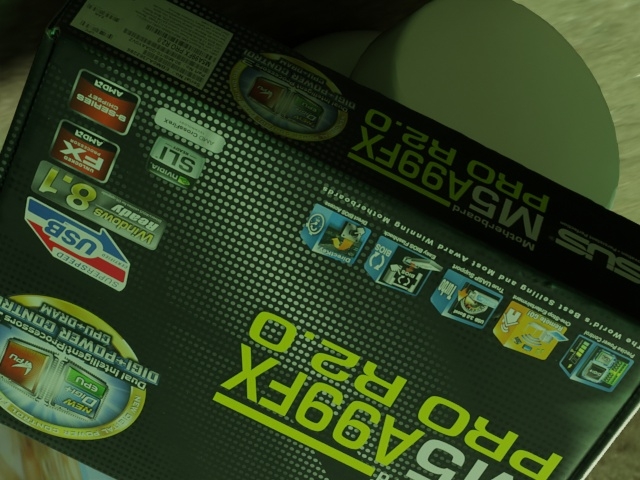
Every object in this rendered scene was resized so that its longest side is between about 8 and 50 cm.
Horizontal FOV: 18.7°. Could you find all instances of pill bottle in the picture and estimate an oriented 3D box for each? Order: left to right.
[{"bbox_3d":[0.000,0.000,0.942,0.169,0.169,0.301,-6,163,-38],"label":"pill bottle"}]

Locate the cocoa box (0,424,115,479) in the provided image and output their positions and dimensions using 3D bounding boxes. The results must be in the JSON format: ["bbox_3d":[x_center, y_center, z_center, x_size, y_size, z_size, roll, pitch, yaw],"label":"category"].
[{"bbox_3d":[-0.257,0.122,0.983,0.228,0.231,0.347,-22,166,19],"label":"cocoa box"}]

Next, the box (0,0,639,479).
[{"bbox_3d":[-0.012,0.034,0.808,0.216,0.270,0.060,-61,-177,40],"label":"box"}]
